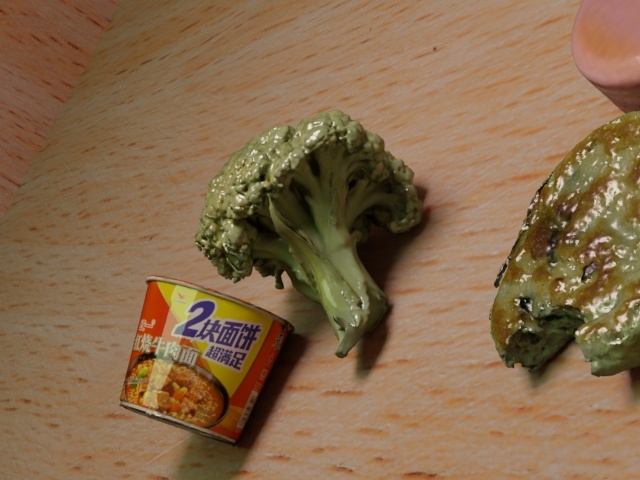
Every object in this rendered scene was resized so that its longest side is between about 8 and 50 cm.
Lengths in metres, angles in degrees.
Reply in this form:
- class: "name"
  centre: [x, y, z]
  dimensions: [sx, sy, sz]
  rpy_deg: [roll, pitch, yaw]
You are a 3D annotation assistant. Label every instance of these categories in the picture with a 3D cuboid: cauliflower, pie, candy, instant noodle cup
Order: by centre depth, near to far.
- class: "pie"
  centre: [0.284, 0.001, 1.166]
  dimensions: [0.302, 0.067, 0.302]
  rpy_deg: [-40, 31, 30]
- class: "candy"
  centre: [0.378, -0.249, 1.256]
  dimensions: [0.255, 0.094, 0.255]
  rpy_deg: [-38, 32, 30]
- class: "cauliflower"
  centre: [0.003, -0.021, 1.510]
  dimensions: [0.260, 0.281, 0.327]
  rpy_deg: [-43, -6, -26]
- class: "instant noodle cup"
  centre: [-0.157, 0.161, 1.563]
  dimensions: [0.213, 0.213, 0.174]
  rpy_deg: [-1, 67, 57]
